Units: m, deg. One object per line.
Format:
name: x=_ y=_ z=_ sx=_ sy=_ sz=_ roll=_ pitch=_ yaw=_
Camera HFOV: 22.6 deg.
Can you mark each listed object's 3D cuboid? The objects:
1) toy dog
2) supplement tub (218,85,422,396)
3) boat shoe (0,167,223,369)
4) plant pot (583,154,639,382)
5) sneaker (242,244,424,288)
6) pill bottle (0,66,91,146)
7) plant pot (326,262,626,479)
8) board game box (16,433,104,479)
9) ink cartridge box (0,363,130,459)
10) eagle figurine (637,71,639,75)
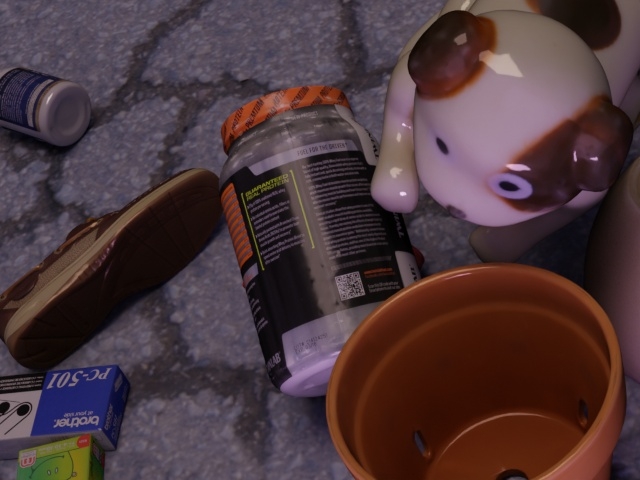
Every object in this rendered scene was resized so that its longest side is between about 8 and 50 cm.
toy dog: x=0.225 y=-0.149 z=1.653 sx=0.395 sy=0.284 sz=0.408 roll=-47 pitch=2 yaw=26
supplement tub: x=0.000 y=0.000 z=1.786 sx=0.193 sy=0.193 sz=0.316 roll=-18 pitch=74 yaw=7
boat shoe: x=-0.276 y=0.014 z=2.030 sx=0.342 sy=0.123 sz=0.123 roll=-43 pitch=48 yaw=-9
plant pot: x=0.406 y=-0.004 z=1.699 sx=0.284 sy=0.191 sz=0.284 roll=-12 pitch=45 yaw=12
sneaker: x=0.010 y=0.051 z=1.918 sx=0.221 sy=0.087 sz=0.128 roll=7 pitch=71 yaw=26
pill bottle: x=-0.419 y=-0.198 z=2.304 sx=0.169 sy=0.094 sz=0.094 roll=18 pitch=58 yaw=35
plant pot: x=0.171 y=0.197 z=1.601 sx=0.291 sy=0.203 sz=0.291 roll=-12 pitch=45 yaw=12
board game box: x=-0.297 y=0.311 z=1.808 sx=0.092 sy=0.043 sz=0.181 roll=-14 pitch=45 yaw=10
ink cartridge box: x=-0.338 y=0.208 z=1.922 sx=0.207 sy=0.046 sz=0.097 roll=-7 pitch=48 yaw=17
eagle figurine: x=0.412 y=-0.287 z=1.975 sx=0.226 sy=0.225 sz=0.298 roll=-22 pitch=32 yaw=-12
